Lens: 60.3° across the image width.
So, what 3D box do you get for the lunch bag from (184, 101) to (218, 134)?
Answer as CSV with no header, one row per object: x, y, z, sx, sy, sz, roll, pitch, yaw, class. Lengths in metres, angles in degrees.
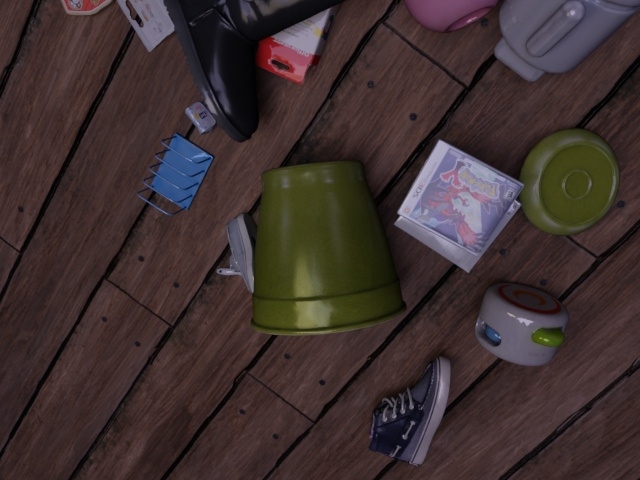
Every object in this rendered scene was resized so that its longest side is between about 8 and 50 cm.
-0.292,-0.303,1.362,0.053,0.083,0.071,-34,97,20,lunch bag

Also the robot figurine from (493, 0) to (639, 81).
0.476,-0.457,1.027,0.199,0.300,0.353,34,150,-3,robot figurine

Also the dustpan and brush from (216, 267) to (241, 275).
-0.184,0.087,1.485,0.211,0.060,0.147,0,95,6,dustpan and brush

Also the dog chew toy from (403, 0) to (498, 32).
0.234,-0.595,1.096,0.206,0.206,0.332,-21,94,18,dog chew toy

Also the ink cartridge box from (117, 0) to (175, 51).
-0.379,-0.597,1.316,0.232,0.066,0.189,-23,102,40,ink cartridge box

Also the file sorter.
-0.376,-0.166,1.414,0.118,0.104,0.170,33,112,1,file sorter

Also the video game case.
0.294,-0.089,1.171,0.201,0.023,0.183,28,110,2,video game case

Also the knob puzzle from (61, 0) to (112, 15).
-0.583,-0.638,1.336,0.213,0.030,0.213,6,109,19,knob puzzle

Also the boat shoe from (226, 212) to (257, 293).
-0.194,0.044,1.422,0.081,0.079,0.228,-24,68,23,boat shoe

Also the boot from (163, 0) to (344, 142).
-0.070,-0.458,1.156,0.445,0.146,0.367,-22,100,16,boot

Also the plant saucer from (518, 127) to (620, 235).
0.557,-0.124,1.212,0.240,0.037,0.241,-2,103,-7,plant saucer

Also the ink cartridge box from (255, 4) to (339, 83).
-0.050,-0.488,1.250,0.134,0.078,0.231,25,111,5,ink cartridge box

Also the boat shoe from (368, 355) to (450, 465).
0.229,0.445,1.461,0.158,0.127,0.341,12,111,0,boat shoe

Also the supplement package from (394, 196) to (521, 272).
0.309,-0.076,1.265,0.203,0.149,0.194,33,110,1,supplement package

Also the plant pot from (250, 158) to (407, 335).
0.000,0.000,1.277,0.366,0.366,0.353,-5,95,14,plant pot

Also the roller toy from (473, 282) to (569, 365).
0.468,0.199,1.298,0.191,0.209,0.146,19,112,20,roller toy
